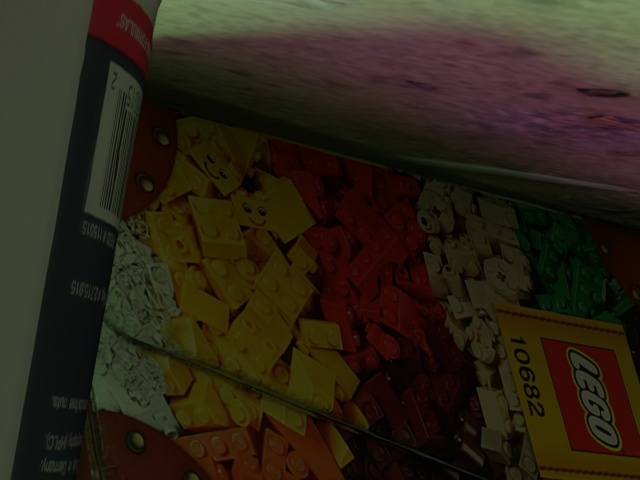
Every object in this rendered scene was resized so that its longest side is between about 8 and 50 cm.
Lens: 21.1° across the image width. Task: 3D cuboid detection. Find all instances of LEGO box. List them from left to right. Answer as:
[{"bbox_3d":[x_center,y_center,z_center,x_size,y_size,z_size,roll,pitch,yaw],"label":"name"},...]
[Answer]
[{"bbox_3d":[-0.111,0.159,0.835,0.372,0.193,0.500,12,145,-43],"label":"LEGO box"}]

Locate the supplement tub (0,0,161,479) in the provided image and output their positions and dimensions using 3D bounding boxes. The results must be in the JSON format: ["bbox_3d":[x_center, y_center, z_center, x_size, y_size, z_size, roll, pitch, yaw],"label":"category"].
[{"bbox_3d":[-0.146,0.038,0.371,0.191,0.272,0.191,9,174,1],"label":"supplement tub"}]
